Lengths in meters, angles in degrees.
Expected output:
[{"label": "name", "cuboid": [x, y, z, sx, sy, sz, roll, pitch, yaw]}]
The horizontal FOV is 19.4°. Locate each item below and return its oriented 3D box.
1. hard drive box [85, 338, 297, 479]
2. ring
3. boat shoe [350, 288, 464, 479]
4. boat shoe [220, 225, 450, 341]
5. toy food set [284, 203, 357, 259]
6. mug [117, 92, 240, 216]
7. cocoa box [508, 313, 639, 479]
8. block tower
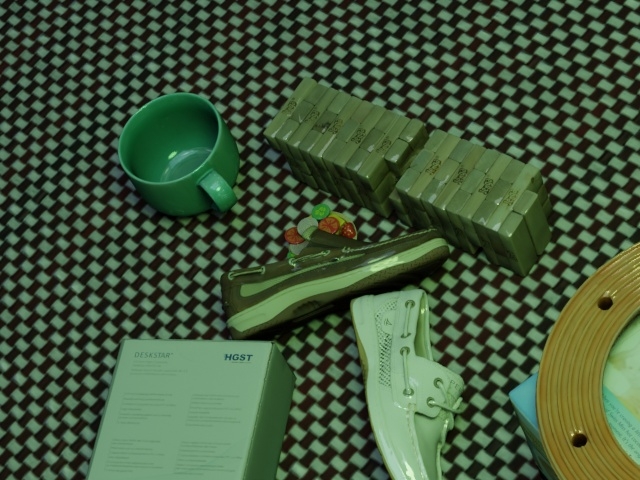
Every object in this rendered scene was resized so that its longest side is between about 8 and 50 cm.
[{"label": "hard drive box", "cuboid": [-0.140, 0.224, 1.973, 0.181, 0.089, 0.232, 1, 59, 20]}, {"label": "ring", "cuboid": [0.352, 0.126, 1.606, 0.337, 0.032, 0.336, -8, 54, 12]}, {"label": "boat shoe", "cuboid": [0.100, 0.158, 1.923, 0.096, 0.098, 0.277, -19, 52, 9]}, {"label": "boat shoe", "cuboid": [0.008, 0.025, 2.033, 0.257, 0.095, 0.095, -21, 77, 6]}, {"label": "toy food set", "cuboid": [0.000, 0.000, 2.113, 0.082, 0.020, 0.083, 34, 74, 34]}, {"label": "mug", "cuboid": [-0.158, -0.082, 2.178, 0.129, 0.097, 0.157, -13, 55, 11]}, {"label": "cocoa box", "cuboid": [0.374, 0.233, 1.690, 0.231, 0.228, 0.347, -37, 53, -6]}, {"label": "block tower", "cuboid": [0.102, -0.073, 2.081, 0.335, 0.097, 0.091, 25, 69, 30]}]
